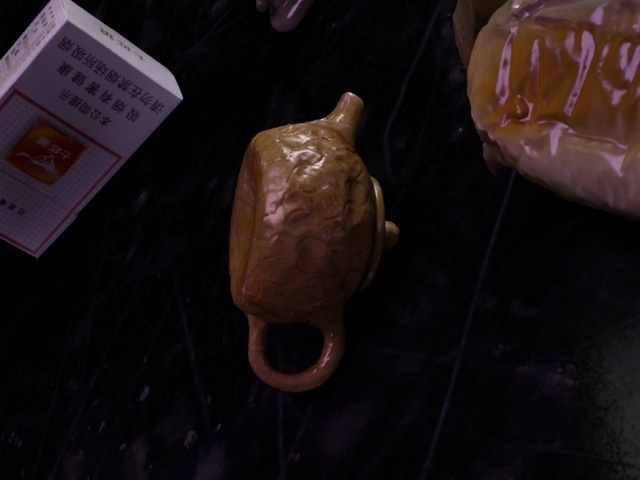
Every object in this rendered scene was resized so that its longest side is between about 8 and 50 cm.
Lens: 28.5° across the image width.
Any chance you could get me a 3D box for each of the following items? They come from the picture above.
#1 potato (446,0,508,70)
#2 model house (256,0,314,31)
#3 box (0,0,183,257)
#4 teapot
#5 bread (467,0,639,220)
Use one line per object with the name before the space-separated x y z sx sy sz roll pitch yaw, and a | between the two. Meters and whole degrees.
potato | 0.202 -0.240 1.245 0.138 0.243 0.098 -11 76 2
model house | -0.054 -0.412 1.624 0.122 0.188 0.229 -17 51 21
box | -0.380 -0.152 1.758 0.330 0.210 0.095 -44 38 16
teapot | 0.000 0.000 1.285 0.203 0.167 0.311 163 113 -75
bread | 0.304 -0.123 1.028 0.388 0.183 0.236 22 97 46
